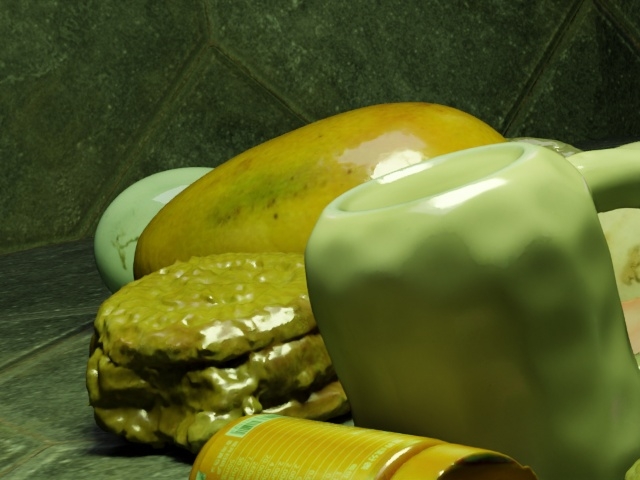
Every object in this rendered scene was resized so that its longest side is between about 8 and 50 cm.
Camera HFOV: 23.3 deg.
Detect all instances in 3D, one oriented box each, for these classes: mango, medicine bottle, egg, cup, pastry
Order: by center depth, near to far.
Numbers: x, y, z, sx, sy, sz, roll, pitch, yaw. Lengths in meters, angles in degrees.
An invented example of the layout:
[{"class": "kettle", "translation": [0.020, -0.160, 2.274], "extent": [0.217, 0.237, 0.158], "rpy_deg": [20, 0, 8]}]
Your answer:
[{"class": "medicine bottle", "translation": [0.018, 0.145, 0.813], "extent": [0.096, 0.096, 0.192], "rpy_deg": [-14, 8, -38]}, {"class": "cup", "translation": [0.131, 0.046, 0.896], "extent": [0.255, 0.202, 0.173], "rpy_deg": [-16, 11, 6]}, {"class": "pastry", "translation": [-0.082, 0.085, 1.286], "extent": [0.240, 0.132, 0.235], "rpy_deg": [-3, 8, 42]}, {"class": "mango", "translation": [0.000, 0.000, 1.532], "extent": [0.446, 0.232, 0.300], "rpy_deg": [-12, 5, 37]}, {"class": "egg", "translation": [-0.130, 0.005, 1.801], "extent": [0.264, 0.182, 0.183], "rpy_deg": [-3, 7, -2]}]

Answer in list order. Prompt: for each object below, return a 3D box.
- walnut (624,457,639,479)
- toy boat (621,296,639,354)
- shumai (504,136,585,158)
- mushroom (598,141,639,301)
[{"class": "walnut", "translation": [0.195, 0.132, 0.790], "extent": [0.092, 0.092, 0.092], "rpy_deg": [-8, 7, 1]}, {"class": "toy boat", "translation": [0.216, 0.094, 1.048], "extent": [0.318, 0.099, 0.141], "rpy_deg": [-5, 35, 33]}, {"class": "shumai", "translation": [0.261, -0.029, 1.765], "extent": [0.206, 0.166, 0.175], "rpy_deg": [20, 6, 17]}, {"class": "mushroom", "translation": [0.271, 0.033, 1.227], "extent": [0.207, 0.207, 0.215], "rpy_deg": [-2, -26, 45]}]
